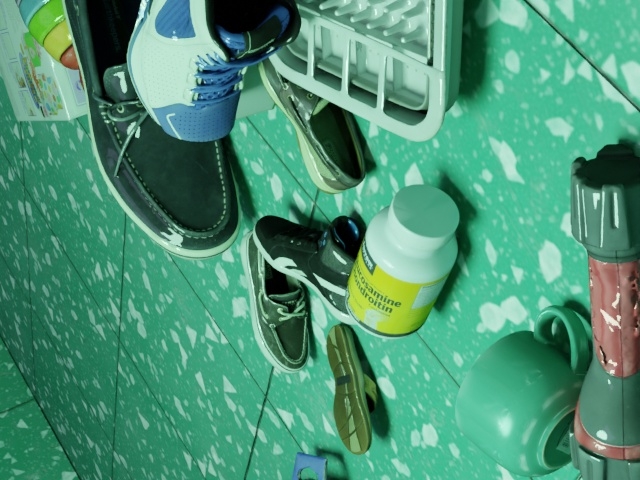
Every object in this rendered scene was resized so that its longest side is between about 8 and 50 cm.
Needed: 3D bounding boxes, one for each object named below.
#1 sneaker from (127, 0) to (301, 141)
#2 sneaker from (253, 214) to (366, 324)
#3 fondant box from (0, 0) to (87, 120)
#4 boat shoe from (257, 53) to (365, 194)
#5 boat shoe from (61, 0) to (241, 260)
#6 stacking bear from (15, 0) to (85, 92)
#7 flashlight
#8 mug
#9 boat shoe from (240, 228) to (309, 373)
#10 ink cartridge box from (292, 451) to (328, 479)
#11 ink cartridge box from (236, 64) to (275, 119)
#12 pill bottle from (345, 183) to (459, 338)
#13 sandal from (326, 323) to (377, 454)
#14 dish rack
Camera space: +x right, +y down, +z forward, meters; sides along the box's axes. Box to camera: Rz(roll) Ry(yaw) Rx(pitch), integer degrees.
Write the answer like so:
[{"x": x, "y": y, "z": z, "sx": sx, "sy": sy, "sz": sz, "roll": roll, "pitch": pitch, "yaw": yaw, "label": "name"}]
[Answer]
[{"x": -0.117, "y": -0.218, "z": 1.199, "sx": 0.182, "sy": 0.127, "sz": 0.315, "roll": 49, "pitch": 147, "yaw": 37, "label": "sneaker"}, {"x": 0.000, "y": 0.000, "z": 1.426, "sx": 0.217, "sy": 0.079, "sz": 0.121, "roll": 39, "pitch": 139, "yaw": 30, "label": "sneaker"}, {"x": -0.515, "y": -0.349, "z": 2.061, "sx": 0.330, "sy": 0.096, "sz": 0.238, "roll": 11, "pitch": 119, "yaw": 59, "label": "fondant box"}, {"x": -0.003, "y": -0.162, "z": 1.306, "sx": 0.073, "sy": 0.080, "sz": 0.223, "roll": -8, "pitch": 108, "yaw": 56, "label": "boat shoe"}, {"x": -0.245, "y": -0.210, "z": 1.589, "sx": 0.500, "sy": 0.187, "sz": 0.156, "roll": 70, "pitch": 159, "yaw": 6, "label": "boat shoe"}, {"x": -0.378, "y": -0.343, "z": 1.765, "sx": 0.289, "sy": 0.175, "sz": 0.164, "roll": 58, "pitch": 150, "yaw": 2, "label": "stacking bear"}, {"x": 0.263, "y": 0.079, "z": 0.971, "sx": 0.103, "sy": 0.103, "sz": 0.304, "roll": 28, "pitch": 134, "yaw": 53, "label": "flashlight"}, {"x": 0.212, "y": 0.158, "z": 1.090, "sx": 0.097, "sy": 0.129, "sz": 0.158, "roll": 38, "pitch": 144, "yaw": 45, "label": "mug"}, {"x": -0.059, "y": 0.089, "z": 1.585, "sx": 0.070, "sy": 0.078, "sz": 0.219, "roll": -2, "pitch": 107, "yaw": 62, "label": "boat shoe"}, {"x": 0.022, "y": 0.525, "z": 1.683, "sx": 0.270, "sy": 0.151, "sz": 0.395, "roll": -9, "pitch": 103, "yaw": 61, "label": "ink cartridge box"}, {"x": -0.129, "y": -0.282, "z": 1.419, "sx": 0.212, "sy": 0.093, "sz": 0.154, "roll": 60, "pitch": 152, "yaw": 20, "label": "ink cartridge box"}, {"x": 0.093, "y": 0.023, "z": 1.234, "sx": 0.103, "sy": 0.103, "sz": 0.184, "roll": 53, "pitch": 150, "yaw": 25, "label": "pill bottle"}, {"x": 0.050, "y": 0.202, "z": 1.514, "sx": 0.072, "sy": 0.049, "sz": 0.180, "roll": -19, "pitch": 79, "yaw": 57, "label": "sandal"}, {"x": 0.044, "y": -0.289, "z": 1.100, "sx": 0.285, "sy": 0.072, "sz": 0.333, "roll": 33, "pitch": 138, "yaw": 40, "label": "dish rack"}]
